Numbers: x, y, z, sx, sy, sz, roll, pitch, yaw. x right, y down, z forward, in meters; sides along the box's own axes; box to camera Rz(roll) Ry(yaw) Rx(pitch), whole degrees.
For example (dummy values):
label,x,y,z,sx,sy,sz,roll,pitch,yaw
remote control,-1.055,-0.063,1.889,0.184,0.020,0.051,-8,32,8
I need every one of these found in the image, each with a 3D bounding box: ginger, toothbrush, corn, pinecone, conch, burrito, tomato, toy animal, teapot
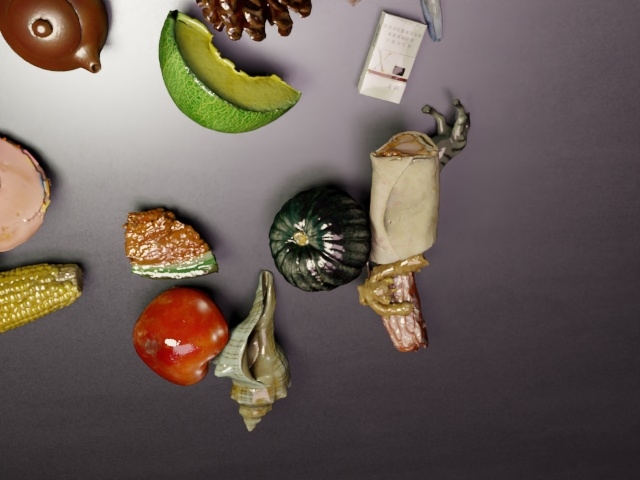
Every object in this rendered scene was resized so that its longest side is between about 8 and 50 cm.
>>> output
label,x,y,z,sx,sy,sz,roll,pitch,yaw
ginger,0.162,0.085,1.385,0.177,0.052,0.193,-16,95,9
toothbrush,0.171,-0.542,1.059,0.035,0.042,0.413,-17,125,2
corn,-0.670,0.128,1.294,0.347,0.130,0.130,-18,123,-1
pinecone,-0.114,-0.422,1.007,0.208,0.207,0.207,-4,122,-6
conch,-0.170,0.268,1.439,0.170,0.203,0.385,-5,100,24
burrito,0.168,-0.074,1.246,0.144,0.105,0.299,-3,134,1
tomato,-0.326,0.218,1.349,0.200,0.140,0.233,36,113,17
toy animal,0.237,-0.175,1.278,0.217,0.073,0.176,-41,124,11
teapot,-0.460,-0.376,1.007,0.178,0.135,0.252,-41,120,12

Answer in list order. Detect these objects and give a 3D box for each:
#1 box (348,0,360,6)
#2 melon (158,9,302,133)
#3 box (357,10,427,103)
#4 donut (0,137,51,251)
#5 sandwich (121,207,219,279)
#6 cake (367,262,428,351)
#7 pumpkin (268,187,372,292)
label,x,y,z,sx,sy,sz,roll,pitch,yaw
box,0.071,-0.531,0.996,0.215,0.086,0.215,-31,121,24
melon,-0.192,-0.253,1.095,0.265,0.129,0.169,28,146,-22
box,0.134,-0.347,1.170,0.084,0.040,0.154,10,118,-16
donut,-0.615,-0.092,1.142,0.199,0.085,0.232,-36,96,-30
sandwich,-0.311,0.007,1.293,0.185,0.109,0.159,-5,102,-3
cake,0.189,0.148,1.452,0.098,0.135,0.287,-15,114,18
pumpkin,0.000,0.000,1.267,0.220,0.220,0.162,-51,154,21
